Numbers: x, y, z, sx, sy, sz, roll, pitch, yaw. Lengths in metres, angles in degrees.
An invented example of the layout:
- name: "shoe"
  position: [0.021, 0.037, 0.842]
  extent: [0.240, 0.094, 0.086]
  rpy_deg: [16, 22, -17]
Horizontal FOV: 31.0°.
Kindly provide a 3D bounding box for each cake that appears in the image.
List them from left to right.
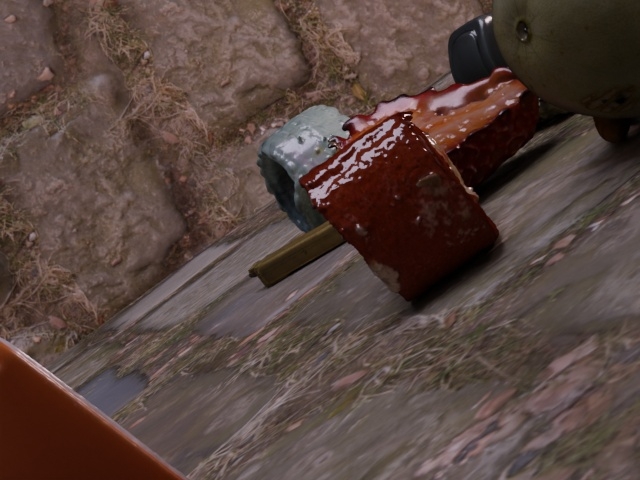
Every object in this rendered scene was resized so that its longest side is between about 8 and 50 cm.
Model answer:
- name: "cake"
  position: [0.090, -0.040, 1.278]
  extent: [0.151, 0.177, 0.283]
  rpy_deg: [-34, 2, 6]

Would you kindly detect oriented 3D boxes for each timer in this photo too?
- name: "timer"
  position: [-0.204, 0.182, 0.873]
  extent: [0.161, 0.250, 0.257]
  rpy_deg: [-38, 8, -23]

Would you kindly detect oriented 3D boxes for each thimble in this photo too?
- name: "thimble"
  position: [-0.008, -0.123, 2.065]
  extent: [0.172, 0.205, 0.250]
  rpy_deg: [-37, 2, -12]

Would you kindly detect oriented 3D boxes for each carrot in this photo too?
- name: "carrot"
  position: [0.337, -0.145, 1.334]
  extent: [0.048, 0.048, 0.139]
  rpy_deg: [-32, 10, 20]

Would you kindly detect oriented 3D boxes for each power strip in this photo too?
- name: "power strip"
  position: [0.000, 0.000, 1.904]
  extent: [0.305, 0.044, 0.064]
  rpy_deg: [-30, 10, 26]

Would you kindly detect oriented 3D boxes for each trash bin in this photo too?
- name: "trash bin"
  position: [0.324, -0.310, 1.926]
  extent: [0.236, 0.176, 0.101]
  rpy_deg: [-37, 7, -36]

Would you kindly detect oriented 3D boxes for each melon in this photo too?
- name: "melon"
  position: [0.346, -0.269, 1.228]
  extent: [0.330, 0.268, 0.268]
  rpy_deg: [-20, 2, -22]

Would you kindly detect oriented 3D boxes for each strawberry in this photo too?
- name: "strawberry"
  position: [0.154, -0.112, 1.582]
  extent: [0.280, 0.150, 0.253]
  rpy_deg: [-34, 28, -12]

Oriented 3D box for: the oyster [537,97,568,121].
- name: "oyster"
  position: [0.324, -0.204, 1.709]
  extent: [0.133, 0.072, 0.209]
  rpy_deg: [-32, 25, -33]
